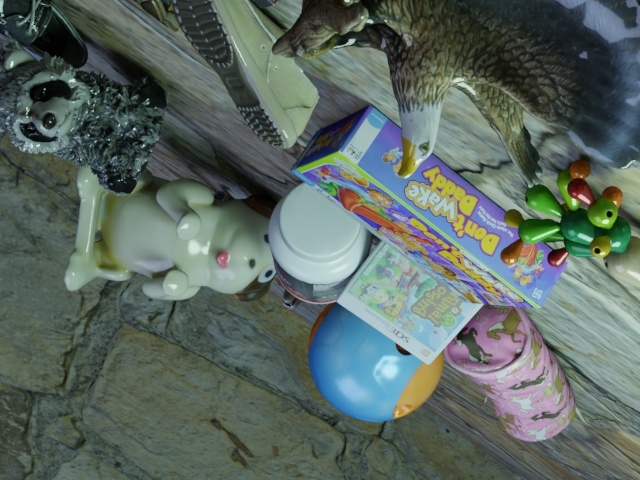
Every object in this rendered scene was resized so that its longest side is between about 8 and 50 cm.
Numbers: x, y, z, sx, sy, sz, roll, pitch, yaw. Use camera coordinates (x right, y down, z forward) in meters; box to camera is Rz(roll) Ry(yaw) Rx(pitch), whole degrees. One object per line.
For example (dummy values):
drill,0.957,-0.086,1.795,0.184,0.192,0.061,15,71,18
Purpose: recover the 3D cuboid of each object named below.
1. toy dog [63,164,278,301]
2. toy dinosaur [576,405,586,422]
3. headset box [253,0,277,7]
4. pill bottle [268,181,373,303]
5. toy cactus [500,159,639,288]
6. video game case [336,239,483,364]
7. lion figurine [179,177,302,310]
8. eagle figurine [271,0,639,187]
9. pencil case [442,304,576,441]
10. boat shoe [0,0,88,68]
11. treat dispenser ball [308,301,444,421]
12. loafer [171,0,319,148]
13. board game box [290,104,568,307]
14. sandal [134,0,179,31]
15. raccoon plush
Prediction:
toy dog,-0.280,0.004,2.023,0.408,0.284,0.395,12,-178,7
toy dinosaur,0.433,0.300,1.986,0.268,0.064,0.118,30,-178,17
headset box,-0.055,-0.271,0.925,0.062,0.083,0.032,40,167,-30
pill bottle,0.000,0.000,1.659,0.176,0.176,0.318,33,168,7
toy cactus,0.295,0.003,1.039,0.181,0.112,0.219,34,163,1
video game case,0.158,0.080,1.563,0.193,0.212,0.023,35,-149,-2
lion figurine,-0.160,-0.004,2.268,0.392,0.142,0.240,44,-173,26
eagle figurine,0.120,-0.153,0.792,0.298,0.225,0.226,8,-138,-20
pencil case,0.345,0.236,1.735,0.386,0.167,0.160,50,-159,-53
boat shoe,-0.508,-0.398,1.647,0.119,0.121,0.335,21,175,22
treat dispenser ball,0.117,0.237,2.022,0.288,0.288,0.288,33,169,7
loafer,-0.087,-0.237,1.155,0.102,0.092,0.268,15,142,48
board game box,0.143,-0.038,1.351,0.347,0.078,0.233,37,168,-12
sandal,-0.215,-0.322,1.273,0.072,0.049,0.180,39,-177,3
raccoon plush,-0.470,-0.221,1.766,0.299,0.216,0.446,20,174,-19
